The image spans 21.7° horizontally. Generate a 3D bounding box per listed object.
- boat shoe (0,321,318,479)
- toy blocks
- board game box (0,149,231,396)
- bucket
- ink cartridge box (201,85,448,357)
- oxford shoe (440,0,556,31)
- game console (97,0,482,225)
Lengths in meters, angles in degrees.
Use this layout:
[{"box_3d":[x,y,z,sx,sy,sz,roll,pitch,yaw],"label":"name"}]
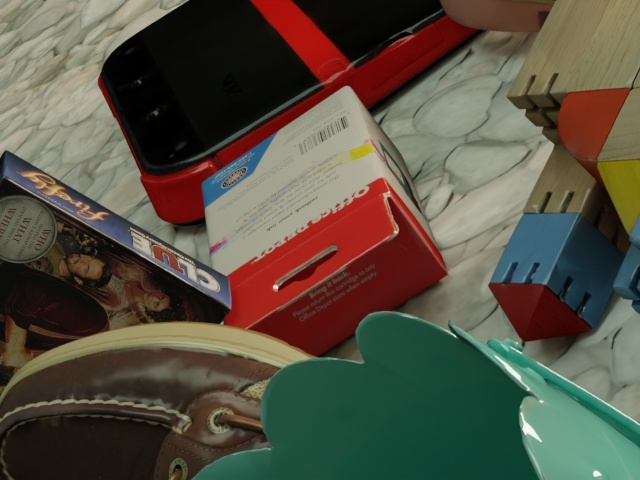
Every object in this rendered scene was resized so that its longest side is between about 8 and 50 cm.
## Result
[{"box_3d":[-0.027,0.128,0.791,0.342,0.123,0.123,9,32,23],"label":"boat shoe"},{"box_3d":[0.230,-0.064,0.867,0.381,0.191,0.261,1,57,52],"label":"toy blocks"},{"box_3d":[-0.191,0.084,1.038,0.243,0.165,0.042,-52,23,18],"label":"board game box"},{"box_3d":[0.054,0.183,0.550,0.281,0.183,0.281,-45,31,37],"label":"bucket"},{"box_3d":[0.000,0.000,1.116,0.134,0.078,0.231,-33,27,10],"label":"ink cartridge box"},{"box_3d":[0.213,-0.228,1.128,0.397,0.146,0.140,2,44,42],"label":"oxford shoe"},{"box_3d":[-0.029,-0.173,1.471,0.342,0.060,0.386,-31,27,-1],"label":"game console"}]
